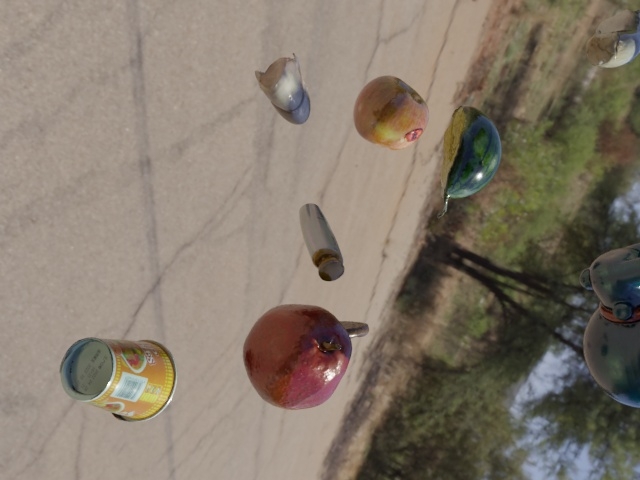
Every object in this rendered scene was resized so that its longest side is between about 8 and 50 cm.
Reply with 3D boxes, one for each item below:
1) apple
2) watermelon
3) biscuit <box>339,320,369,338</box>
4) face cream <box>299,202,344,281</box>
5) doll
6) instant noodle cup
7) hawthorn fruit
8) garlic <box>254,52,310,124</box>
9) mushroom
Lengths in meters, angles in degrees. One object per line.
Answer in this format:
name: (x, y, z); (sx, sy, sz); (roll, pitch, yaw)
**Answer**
apple: (0.181, -0.325, 1.895); (0.164, 0.209, 0.209); (-52, 171, 24)
watermelon: (0.334, -0.184, 1.628); (0.204, 0.127, 0.232); (100, 0, -65)
biscuit: (0.024, 0.240, 1.935); (0.212, 0.212, 0.036); (-5, 92, -73)
face cream: (0.000, 0.000, 1.336); (0.051, 0.072, 0.182); (-40, -143, 17)
doll: (0.541, 0.148, 1.247); (0.198, 0.186, 0.321); (-28, 107, -55)
instant noodle cup: (-0.388, 0.255, 1.384); (0.168, 0.168, 0.185); (-62, 155, -6)
hawthorn fruit: (-0.028, 0.200, 1.291); (0.225, 0.196, 0.196); (-27, -158, 53)
garlic: (-0.069, -0.317, 1.552); (0.099, 0.124, 0.174); (-26, 148, 8)
mushroom: (0.576, -0.385, 1.411); (0.099, 0.096, 0.278); (-55, 173, 36)
